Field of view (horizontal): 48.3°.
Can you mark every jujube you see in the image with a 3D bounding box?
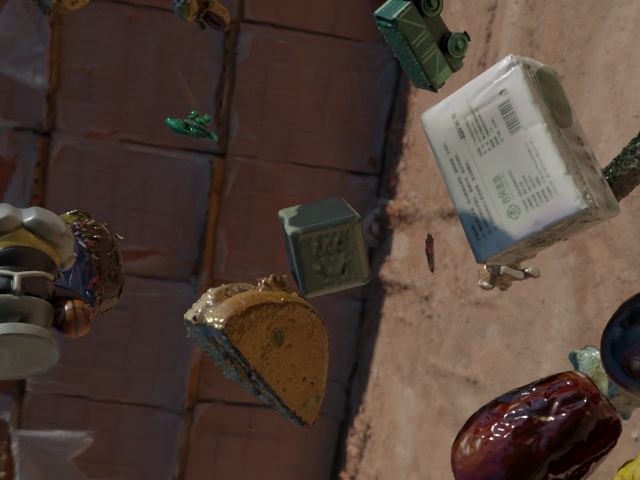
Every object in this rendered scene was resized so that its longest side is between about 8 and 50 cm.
[{"bbox_3d":[0.395,0.379,1.326,0.318,0.223,0.223,-38,24,10],"label":"jujube"}]

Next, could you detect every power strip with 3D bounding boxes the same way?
[{"bbox_3d":[0.000,0.000,1.395,0.224,0.139,0.140,-123,20,-69],"label":"power strip"}]

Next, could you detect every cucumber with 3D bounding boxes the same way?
[{"bbox_3d":[0.740,-0.188,1.675,0.359,0.096,0.096,-38,-9,-26],"label":"cucumber"}]

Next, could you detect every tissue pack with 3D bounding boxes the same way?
[{"bbox_3d":[0.392,-0.157,1.442,0.266,0.193,0.357,-32,67,37],"label":"tissue pack"}]

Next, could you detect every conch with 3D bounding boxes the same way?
[{"bbox_3d":[0.718,0.357,1.826,0.203,0.169,0.386,54,179,8],"label":"conch"}]

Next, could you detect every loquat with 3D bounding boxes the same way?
[{"bbox_3d":[-0.468,-0.480,1.267,0.137,0.163,0.163,25,-112,-58],"label":"loquat"}]

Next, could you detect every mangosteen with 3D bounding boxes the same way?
[{"bbox_3d":[0.689,0.224,1.392,0.261,0.235,0.236,32,117,41],"label":"mangosteen"}]

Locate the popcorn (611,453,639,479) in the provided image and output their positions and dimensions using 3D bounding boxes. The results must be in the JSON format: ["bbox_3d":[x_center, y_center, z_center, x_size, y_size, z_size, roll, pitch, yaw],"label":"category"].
[{"bbox_3d":[0.648,0.462,1.227,0.382,0.349,0.349,-47,-31,-76],"label":"popcorn"}]

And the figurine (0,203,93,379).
[{"bbox_3d":[-0.404,0.057,0.971,0.133,0.176,0.236,-54,42,41],"label":"figurine"}]

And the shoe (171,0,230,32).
[{"bbox_3d":[-0.223,-0.440,1.369,0.072,0.109,0.069,-44,43,22],"label":"shoe"}]

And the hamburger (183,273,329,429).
[{"bbox_3d":[-0.129,0.244,1.806,0.268,0.445,0.287,12,55,48],"label":"hamburger"}]

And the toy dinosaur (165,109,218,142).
[{"bbox_3d":[-0.305,-0.269,1.731,0.059,0.132,0.096,-68,-7,30],"label":"toy dinosaur"}]

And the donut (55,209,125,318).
[{"bbox_3d":[-0.440,0.046,1.346,0.230,0.096,0.216,-6,97,51],"label":"donut"}]

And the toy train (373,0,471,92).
[{"bbox_3d":[0.251,-0.491,1.712,0.154,0.269,0.115,-45,35,-7],"label":"toy train"}]

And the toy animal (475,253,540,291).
[{"bbox_3d":[0.444,0.072,1.864,0.185,0.183,0.104,149,125,-69],"label":"toy animal"}]

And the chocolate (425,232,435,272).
[{"bbox_3d":[0.319,0.040,2.081,0.182,0.028,0.086,60,-152,-71],"label":"chocolate"}]
